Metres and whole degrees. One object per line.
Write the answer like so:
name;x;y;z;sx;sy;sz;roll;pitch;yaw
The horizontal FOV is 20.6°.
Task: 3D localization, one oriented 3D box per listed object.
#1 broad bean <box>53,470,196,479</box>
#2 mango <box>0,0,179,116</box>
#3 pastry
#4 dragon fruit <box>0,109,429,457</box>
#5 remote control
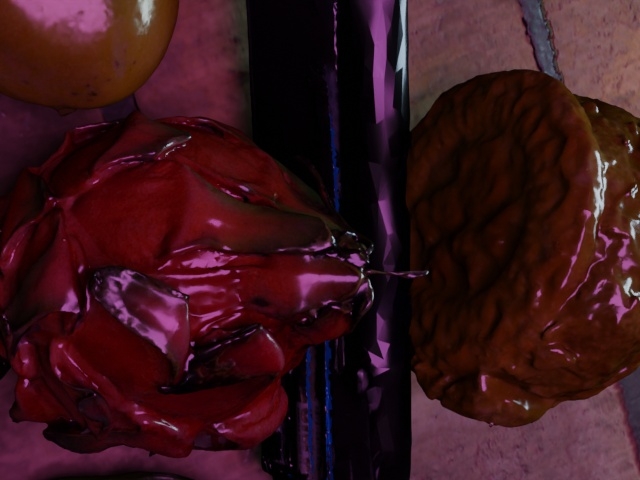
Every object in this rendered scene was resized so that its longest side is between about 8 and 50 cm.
broad bean;-0.098;0.234;1.226;0.292;0.049;0.144;43;80;-26
mango;-0.187;-0.191;1.069;0.156;0.114;0.251;-40;115;-7
pastry;0.146;0.009;1.205;0.132;0.240;0.235;15;93;-33
dragon fruit;-0.076;0.033;1.087;0.234;0.293;0.234;4;90;-69
remote control;0.000;0.000;1.185;0.062;0.144;0.399;-13;108;-39
